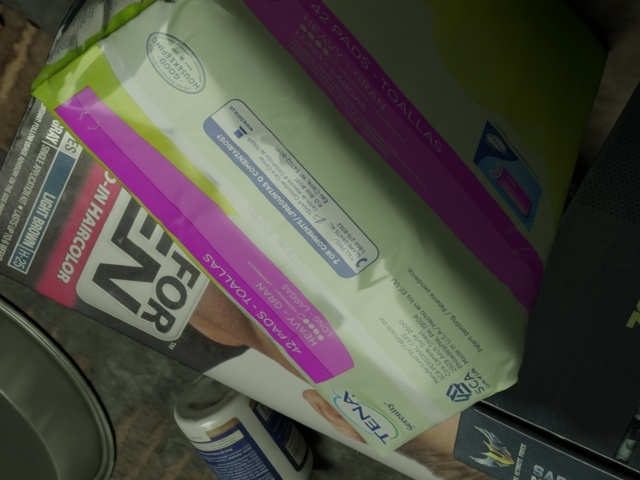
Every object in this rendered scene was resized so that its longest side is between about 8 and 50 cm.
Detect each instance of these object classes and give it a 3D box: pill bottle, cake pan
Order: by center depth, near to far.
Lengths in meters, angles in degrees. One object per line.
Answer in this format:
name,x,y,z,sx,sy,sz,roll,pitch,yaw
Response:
pill bottle,-0.047,0.149,1.387,0.067,0.067,0.120,-6,128,42
cake pan,-0.304,0.128,1.576,0.293,0.054,0.293,21,141,18

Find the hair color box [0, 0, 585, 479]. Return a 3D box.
hair color box,0.000,0.000,1.070,0.347,0.105,0.174,26,127,-4

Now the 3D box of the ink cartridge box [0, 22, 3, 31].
ink cartridge box,-0.314,-0.164,1.237,0.198,0.067,0.115,7,136,33

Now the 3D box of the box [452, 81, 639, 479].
box,0.194,0.043,0.938,0.183,0.232,0.059,24,145,15

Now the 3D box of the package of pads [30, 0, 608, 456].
package of pads,0.012,-0.080,0.886,0.101,0.296,0.229,-34,108,31

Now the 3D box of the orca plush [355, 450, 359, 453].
orca plush,-0.036,-0.008,1.212,0.287,0.102,0.151,37,100,-10
